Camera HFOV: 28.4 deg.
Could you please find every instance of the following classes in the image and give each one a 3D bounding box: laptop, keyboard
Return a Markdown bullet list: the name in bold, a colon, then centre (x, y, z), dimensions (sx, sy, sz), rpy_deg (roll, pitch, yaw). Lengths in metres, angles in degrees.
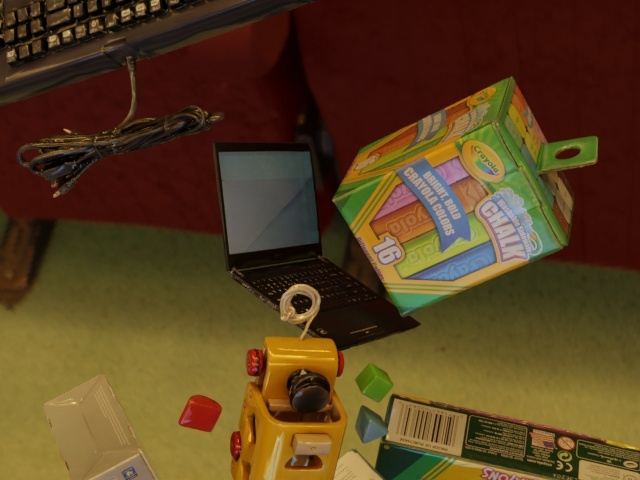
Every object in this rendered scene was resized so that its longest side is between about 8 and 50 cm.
- **laptop**: centre (0.000, 0.000, 1.576), dimensions (0.264, 0.234, 0.137), rpy_deg (34, 110, 23)
- **keyboard**: centre (-0.141, -0.147, 0.888), dimensions (0.317, 0.033, 0.202), rpy_deg (-13, 84, 30)

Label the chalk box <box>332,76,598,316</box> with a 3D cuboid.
- **chalk box**: centre (0.193, -0.067, 1.527), dimensions (0.288, 0.179, 0.180), rpy_deg (-26, 15, 22)

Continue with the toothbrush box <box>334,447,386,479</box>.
- **toothbrush box**: centre (-0.037, 0.420, 1.551), dimensions (0.126, 0.295, 0.216), rpy_deg (45, 45, 12)

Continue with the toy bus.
- **toy bus**: centre (-0.023, 0.181, 1.257), dimensions (0.191, 0.202, 0.104), rpy_deg (-37, 32, 3)

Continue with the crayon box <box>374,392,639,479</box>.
- **crayon box**: centre (0.248, 0.396, 1.822), dimensions (0.362, 0.313, 0.106), rpy_deg (12, 40, 5)

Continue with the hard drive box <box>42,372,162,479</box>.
- **hard drive box**: centre (-0.239, 0.310, 1.565), dimensions (0.089, 0.232, 0.181), rpy_deg (-28, 33, -10)
